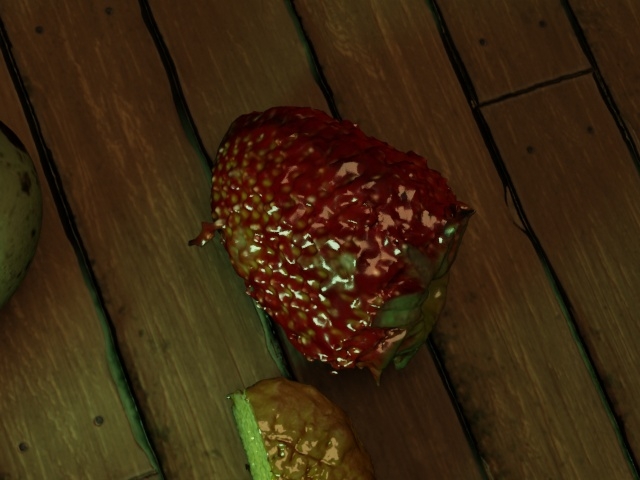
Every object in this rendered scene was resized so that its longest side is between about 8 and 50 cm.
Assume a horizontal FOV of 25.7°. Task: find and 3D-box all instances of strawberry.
[{"bbox_3d":[-0.001,0.001,1.695,0.344,0.292,0.292,22,70,15],"label":"strawberry"}]

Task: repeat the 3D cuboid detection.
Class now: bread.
[{"bbox_3d":[-0.017,0.270,1.665,0.140,0.143,0.229,-14,82,-24],"label":"bread"}]

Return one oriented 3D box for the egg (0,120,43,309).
[{"bbox_3d":[-0.489,0.003,1.570,0.379,0.287,0.287,-36,83,-5],"label":"egg"}]
